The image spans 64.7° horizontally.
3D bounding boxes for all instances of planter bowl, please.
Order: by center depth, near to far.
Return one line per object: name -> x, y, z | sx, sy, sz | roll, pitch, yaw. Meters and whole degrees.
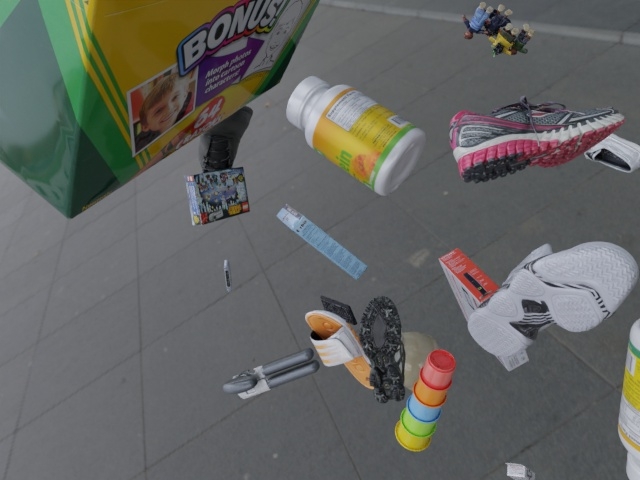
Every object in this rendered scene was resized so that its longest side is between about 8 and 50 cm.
planter bowl -> 0.237, 0.322, 1.406 | 0.162, 0.109, 0.162 | -54, 19, 28

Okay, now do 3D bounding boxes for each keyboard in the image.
keyboard -> 0.050, 0.232, 1.577 | 0.038, 0.100, 0.192 | -30, 15, -20

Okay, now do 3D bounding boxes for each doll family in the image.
doll family -> 0.466, -0.553, 1.349 | 0.076, 0.193, 0.111 | -43, -6, -16

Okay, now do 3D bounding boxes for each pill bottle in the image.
pill bottle -> 0.425, 0.203, 0.600 | 0.118, 0.208, 0.117 | -3, 17, 1
pill bottle -> 0.059, -0.203, 0.943 | 0.246, 0.136, 0.136 | 37, 69, 18

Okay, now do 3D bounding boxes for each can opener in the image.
can opener -> -0.135, 0.378, 1.396 | 0.281, 0.074, 0.093 | -25, 3, 18

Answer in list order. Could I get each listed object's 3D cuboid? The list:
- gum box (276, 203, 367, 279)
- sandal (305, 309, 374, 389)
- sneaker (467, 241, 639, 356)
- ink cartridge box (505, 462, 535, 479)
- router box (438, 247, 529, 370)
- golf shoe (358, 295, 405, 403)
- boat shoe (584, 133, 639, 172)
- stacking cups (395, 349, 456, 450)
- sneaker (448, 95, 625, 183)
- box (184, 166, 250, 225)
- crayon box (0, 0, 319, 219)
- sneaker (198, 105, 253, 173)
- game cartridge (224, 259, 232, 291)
gum box -> 0.000, 0.000, 1.103 | 0.041, 0.184, 0.157 | -51, 21, 0
sandal -> 0.055, 0.273, 1.178 | 0.102, 0.265, 0.076 | -24, 20, 44
sneaker -> 0.425, 0.072, 0.906 | 0.210, 0.137, 0.365 | -37, -12, -31
ink cartridge box -> 0.529, 0.618, 1.340 | 0.048, 0.083, 0.028 | -17, 46, 41
router box -> 0.554, 0.230, 1.727 | 0.082, 0.335, 0.301 | -30, 29, 1
golf shoe -> 0.114, 0.188, 0.911 | 0.077, 0.197, 0.094 | -1, 12, 14
boat shoe -> 0.650, -0.209, 1.170 | 0.063, 0.066, 0.184 | -37, 55, -16
stacking cups -> 0.259, 0.379, 1.207 | 0.096, 0.316, 0.096 | 6, 38, -5
sneaker -> 0.363, -0.187, 0.840 | 0.300, 0.121, 0.111 | -11, 73, -12
box -> -0.195, -0.088, 0.971 | 0.027, 0.093, 0.137 | 1, 15, 33
crayon box -> -0.108, -0.228, 0.460 | 0.363, 0.106, 0.313 | -50, 1, -43
sneaker -> -0.206, -0.205, 1.054 | 0.286, 0.109, 0.130 | 153, 124, -77
game cartridge -> -0.272, 0.102, 1.486 | 0.017, 0.083, 0.056 | -7, 21, -10
